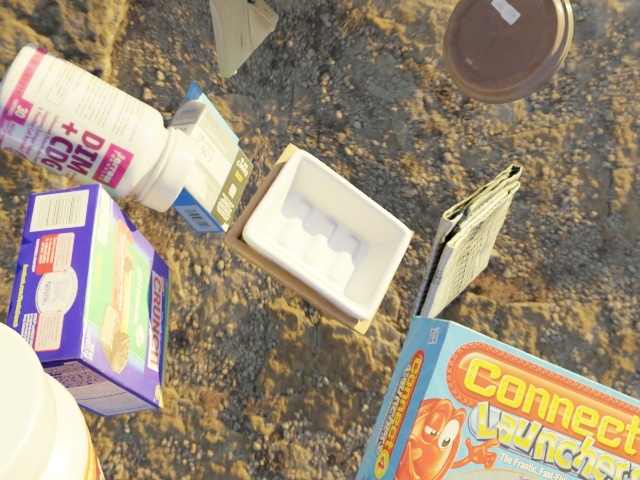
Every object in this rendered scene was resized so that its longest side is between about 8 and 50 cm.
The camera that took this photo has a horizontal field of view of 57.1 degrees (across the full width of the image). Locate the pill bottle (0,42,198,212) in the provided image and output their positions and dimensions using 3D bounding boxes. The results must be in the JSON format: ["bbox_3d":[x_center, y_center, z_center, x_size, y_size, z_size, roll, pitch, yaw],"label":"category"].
[{"bbox_3d":[-0.347,-0.163,0.915,0.283,0.160,0.160,26,97,-26],"label":"pill bottle"}]

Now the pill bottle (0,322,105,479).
[{"bbox_3d":[-0.336,0.260,0.586,0.223,0.224,0.392,4,137,-7],"label":"pill bottle"}]

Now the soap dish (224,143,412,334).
[{"bbox_3d":[0.000,0.000,1.057,0.290,0.118,0.229,35,64,-11],"label":"soap dish"}]

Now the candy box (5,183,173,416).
[{"bbox_3d":[-0.344,0.110,0.931,0.122,0.317,0.268,-6,63,2],"label":"candy box"}]

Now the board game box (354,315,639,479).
[{"bbox_3d":[0.189,0.271,0.580,0.308,0.086,0.302,23,82,-11],"label":"board game box"}]

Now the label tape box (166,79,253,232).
[{"bbox_3d":[-0.289,-0.223,1.528,0.105,0.334,0.241,-1,145,30],"label":"label tape box"}]

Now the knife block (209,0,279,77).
[{"bbox_3d":[-0.238,-0.588,1.482,0.242,0.088,0.275,38,122,-22],"label":"knife block"}]

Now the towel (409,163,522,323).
[{"bbox_3d":[0.331,0.017,1.305,0.312,0.056,0.324,-32,144,-36],"label":"towel"}]

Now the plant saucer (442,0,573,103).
[{"bbox_3d":[0.380,-0.430,1.236,0.277,0.041,0.278,2,93,36],"label":"plant saucer"}]
